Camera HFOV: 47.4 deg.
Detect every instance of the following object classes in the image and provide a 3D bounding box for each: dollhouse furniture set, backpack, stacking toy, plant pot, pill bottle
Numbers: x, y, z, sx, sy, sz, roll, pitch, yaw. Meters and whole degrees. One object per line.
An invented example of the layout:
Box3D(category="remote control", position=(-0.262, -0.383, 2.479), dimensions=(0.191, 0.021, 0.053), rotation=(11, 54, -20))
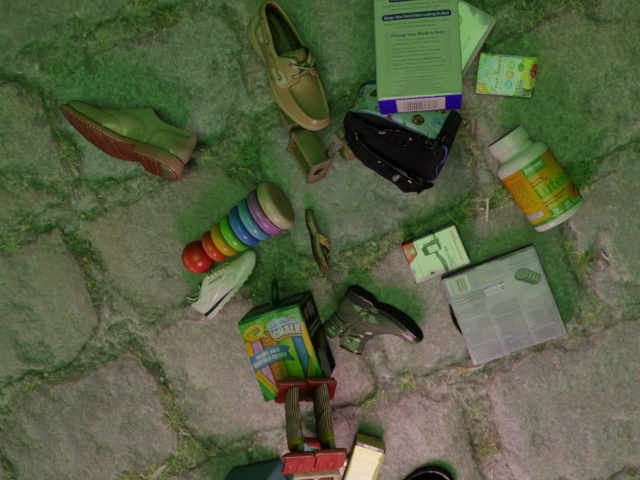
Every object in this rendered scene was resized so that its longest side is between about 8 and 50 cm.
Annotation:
Box3D(category="dollhouse furniture set", position=(-0.037, 0.526, 1.864), dimensions=(0.152, 0.201, 0.374), rotation=(-3, 142, -8))
Box3D(category="backpack", position=(0.193, -0.280, 1.761), dimensions=(0.263, 0.276, 0.213), rotation=(20, 68, 4))
Box3D(category="dollhouse furniture set", position=(-0.005, -0.265, 1.900), dimensions=(0.161, 0.101, 0.182), rotation=(-24, 72, -23))
Box3D(category="stacking toy", position=(-0.237, -0.020, 1.939), dimensions=(0.330, 0.141, 0.141), rotation=(-31, 92, 17))
Box3D(category="plant pot", position=(-0.194, 0.734, 1.970), dimensions=(0.165, 0.234, 0.165), rotation=(-16, 96, 21))
Box3D(category="pill bottle", position=(0.520, -0.156, 1.781), dimensions=(0.136, 0.136, 0.246), rotation=(-35, 91, 12))

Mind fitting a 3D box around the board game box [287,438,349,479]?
Box3D(category="board game box", position=(0.014, 0.644, 2.040), dimensions=(0.186, 0.026, 0.126), rotation=(19, 100, 6))

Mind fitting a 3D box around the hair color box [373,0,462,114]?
Box3D(category="hair color box", position=(0.213, -0.459, 1.611), dimensions=(0.185, 0.110, 0.339), rotation=(-2, 82, 9))

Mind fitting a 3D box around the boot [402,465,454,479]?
Box3D(category="boot", position=(0.212, 0.765, 1.905), dimensions=(0.348, 0.260, 0.131), rotation=(-44, 89, 13))

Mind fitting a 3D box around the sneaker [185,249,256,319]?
Box3D(category="sneaker", position=(-0.265, 0.106, 1.969), dimensions=(0.095, 0.090, 0.235), rotation=(40, 102, -9))

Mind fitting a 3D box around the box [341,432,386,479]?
Box3D(category="box", position=(0.105, 0.649, 1.983), dimensions=(0.087, 0.058, 0.232), rotation=(16, 99, 0))

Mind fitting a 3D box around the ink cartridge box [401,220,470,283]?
Box3D(category="ink cartridge box", position=(0.299, 0.030, 1.884), dimensions=(0.150, 0.063, 0.109), rotation=(-23, 94, 12))

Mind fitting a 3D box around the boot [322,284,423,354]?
Box3D(category="boot", position=(0.138, 0.242, 1.944), dimensions=(0.246, 0.083, 0.161), rotation=(32, 109, 9))

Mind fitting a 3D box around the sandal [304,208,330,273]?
Box3D(category="sandal", position=(0.000, 0.000, 1.935), dimensions=(0.049, 0.072, 0.180), rotation=(-15, 92, -10))

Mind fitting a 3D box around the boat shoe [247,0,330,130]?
Box3D(category="boat shoe", position=(-0.073, -0.436, 1.824), dimensions=(0.121, 0.110, 0.341), rotation=(-30, 87, -27))

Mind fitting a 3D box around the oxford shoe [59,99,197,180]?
Box3D(category="oxford shoe", position=(-0.512, -0.298, 1.959), dimensions=(0.397, 0.140, 0.146), rotation=(26, 71, 10))

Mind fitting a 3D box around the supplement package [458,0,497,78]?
Box3D(category="supplement package", position=(0.286, -0.488, 1.765), dimensions=(0.203, 0.149, 0.194), rotation=(29, 101, 4))

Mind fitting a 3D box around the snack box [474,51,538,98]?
Box3D(category="snack box", position=(0.460, -0.408, 1.805), dimensions=(0.141, 0.037, 0.100), rotation=(8, 98, 9))

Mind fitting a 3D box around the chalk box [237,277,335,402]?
Box3D(category="chalk box", position=(-0.097, 0.246, 1.924), dimensions=(0.179, 0.180, 0.289), rotation=(-18, 94, 11))

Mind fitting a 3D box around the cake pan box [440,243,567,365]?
Box3D(category="cake pan box", position=(0.465, 0.167, 1.875), dimensions=(0.267, 0.070, 0.246), rotation=(-23, 92, 12))
